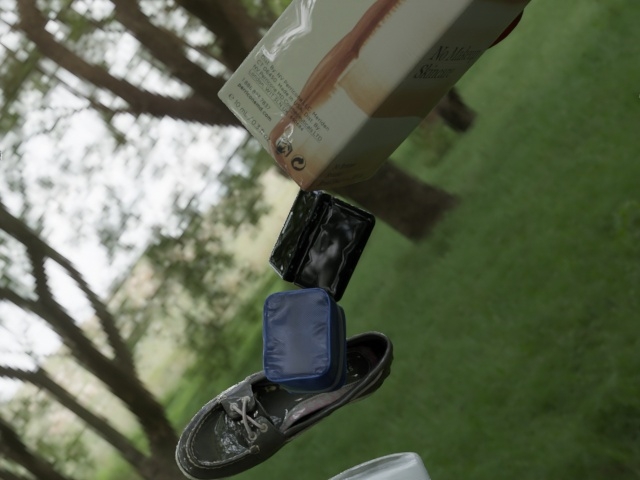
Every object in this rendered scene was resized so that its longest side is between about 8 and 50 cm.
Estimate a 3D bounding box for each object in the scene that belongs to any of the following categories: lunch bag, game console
[{"bbox_3d":[-0.013,0.091,1.220,0.065,0.067,0.098,51,-143,-64],"label":"lunch bag"},{"bbox_3d":[0.000,0.000,1.675,0.122,0.071,0.107,-66,25,8],"label":"game console"}]

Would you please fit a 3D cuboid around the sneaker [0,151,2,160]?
[{"bbox_3d":[-0.367,-0.112,1.151,0.123,0.106,0.290,-24,-10,0],"label":"sneaker"}]

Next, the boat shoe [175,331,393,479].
[{"bbox_3d":[-0.045,0.209,1.786,0.335,0.112,0.095,-25,-21,-27],"label":"boat shoe"}]

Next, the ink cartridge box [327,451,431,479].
[{"bbox_3d":[0.084,0.386,0.972,0.091,0.385,0.308,-17,-26,-20],"label":"ink cartridge box"}]

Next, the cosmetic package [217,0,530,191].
[{"bbox_3d":[0.068,-0.192,1.168,0.296,0.129,0.153,-49,-15,25],"label":"cosmetic package"}]

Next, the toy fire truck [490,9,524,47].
[{"bbox_3d":[0.172,-0.350,1.372,0.254,0.169,0.302,-34,34,4],"label":"toy fire truck"}]
